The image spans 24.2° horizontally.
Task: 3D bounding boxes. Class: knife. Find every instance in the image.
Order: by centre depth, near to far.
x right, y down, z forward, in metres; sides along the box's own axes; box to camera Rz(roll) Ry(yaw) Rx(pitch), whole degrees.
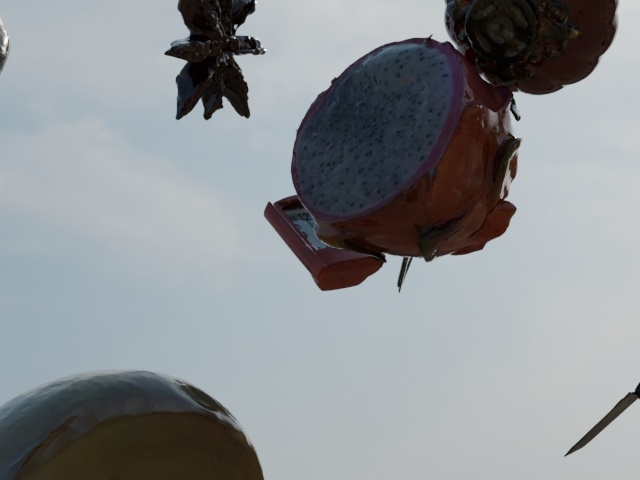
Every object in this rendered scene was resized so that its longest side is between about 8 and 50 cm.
[{"bbox_3d":[0.442,0.242,2.187,0.230,0.028,0.060,-45,-24,15],"label":"knife"}]

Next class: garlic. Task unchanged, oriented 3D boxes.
[{"bbox_3d":[-0.172,0.190,1.038,0.151,0.196,0.338,-35,-13,35],"label":"garlic"}]

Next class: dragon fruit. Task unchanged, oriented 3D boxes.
[{"bbox_3d":[0.123,-0.098,1.813,0.290,0.291,0.189,-23,-40,34],"label":"dragon fruit"}]

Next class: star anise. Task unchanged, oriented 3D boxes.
[{"bbox_3d":[-0.166,-0.301,2.343,0.088,0.288,0.288,13,-4,27],"label":"star anise"}]

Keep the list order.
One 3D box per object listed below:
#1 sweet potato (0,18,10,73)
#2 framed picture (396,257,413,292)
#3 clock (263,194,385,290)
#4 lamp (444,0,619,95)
[{"bbox_3d":[-0.472,-0.285,2.092,0.075,0.075,0.273,-6,24,-19],"label":"sweet potato"},{"bbox_3d":[0.144,-0.034,2.120,0.011,0.183,0.142,18,-43,7],"label":"framed picture"},{"bbox_3d":[0.000,0.000,2.082,0.113,0.155,0.061,-8,-45,-36],"label":"clock"},{"bbox_3d":[0.265,-0.294,1.861,0.226,0.227,0.227,-11,-16,-3],"label":"lamp"}]
